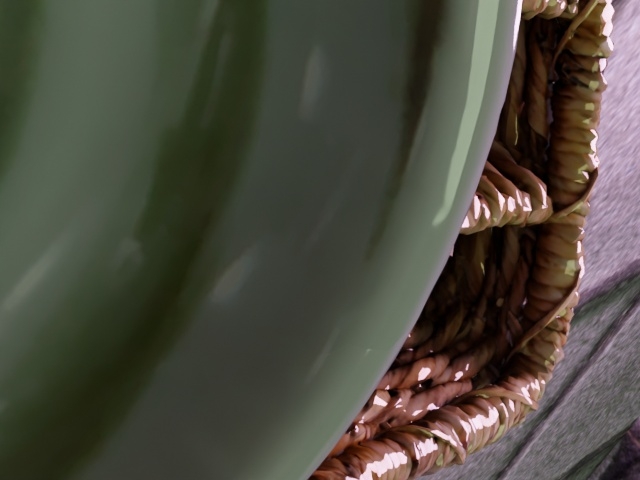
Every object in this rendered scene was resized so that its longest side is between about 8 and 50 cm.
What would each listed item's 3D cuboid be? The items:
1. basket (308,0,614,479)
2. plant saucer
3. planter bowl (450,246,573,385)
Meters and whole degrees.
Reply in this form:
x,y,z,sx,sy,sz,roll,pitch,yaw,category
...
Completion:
x,y,z,sx,sy,sz,roll,pitch,yaw,category
0.001,-0.061,0.555,0.213,0.223,0.299,-53,160,23,basket
-0.160,-0.034,0.309,0.400,0.100,0.400,-14,131,-17,plant saucer
0.074,0.065,1.176,0.162,0.109,0.162,-39,162,-16,planter bowl
